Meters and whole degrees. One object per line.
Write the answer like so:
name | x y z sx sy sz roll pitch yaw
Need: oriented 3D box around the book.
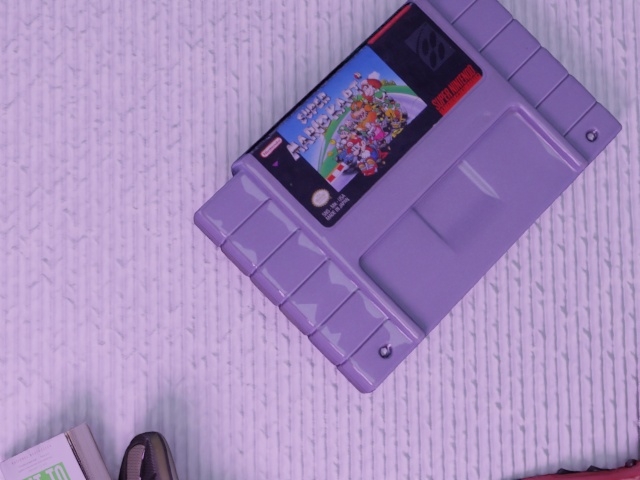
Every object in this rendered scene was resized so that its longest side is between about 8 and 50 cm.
book | -0.222 0.247 1.175 0.096 0.035 0.144 -27 86 28

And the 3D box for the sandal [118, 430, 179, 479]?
sandal | -0.092 0.306 1.169 0.086 0.120 0.303 -27 89 -33

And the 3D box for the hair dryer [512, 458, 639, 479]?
hair dryer | 0.278 0.226 1.201 0.223 0.080 0.293 31 84 0

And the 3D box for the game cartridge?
game cartridge | 0.083 -0.065 1.192 0.230 0.068 0.355 46 73 -3
